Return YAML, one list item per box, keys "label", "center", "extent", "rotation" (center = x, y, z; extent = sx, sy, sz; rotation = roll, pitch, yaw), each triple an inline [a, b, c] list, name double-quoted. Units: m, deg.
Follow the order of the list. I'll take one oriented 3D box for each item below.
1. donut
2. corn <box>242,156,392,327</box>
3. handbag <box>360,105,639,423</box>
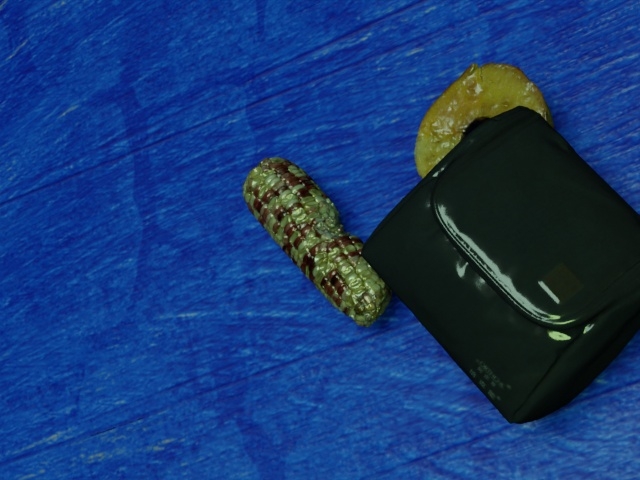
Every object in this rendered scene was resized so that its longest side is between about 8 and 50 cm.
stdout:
- label: "donut"
  center: [0.213, -0.126, 1.719]
  extent: [0.174, 0.075, 0.190]
  rotation: [43, 102, 34]
- label: "corn"
  center: [0.000, 0.000, 1.789]
  extent: [0.098, 0.098, 0.290]
  rotation: [-48, 57, 9]
- label: "handbag"
  center: [0.224, 0.020, 1.546]
  extent: [0.302, 0.178, 0.275]
  rotation: [50, 121, 20]
